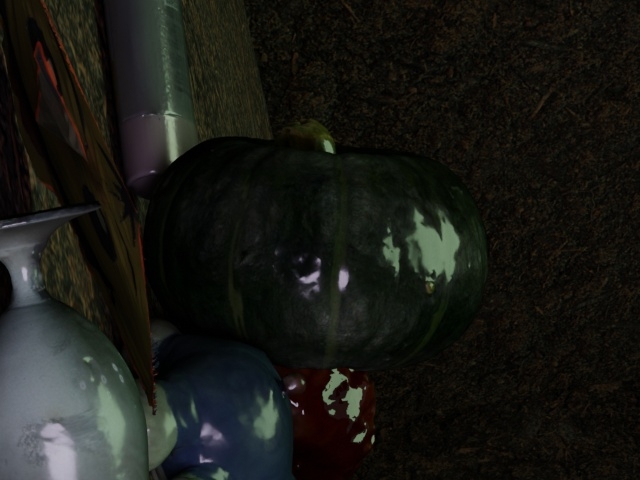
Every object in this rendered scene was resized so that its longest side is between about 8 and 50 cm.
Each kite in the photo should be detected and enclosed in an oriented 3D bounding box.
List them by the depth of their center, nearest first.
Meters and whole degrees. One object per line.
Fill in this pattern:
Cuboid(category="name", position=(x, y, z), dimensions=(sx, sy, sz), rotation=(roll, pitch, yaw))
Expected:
Cuboid(category="kite", position=(-0.141, -0.052, 0.858), dimensions=(0.327, 0.013, 0.378), rotation=(-147, -141, -65))

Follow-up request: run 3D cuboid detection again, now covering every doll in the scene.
Cuboid(category="doll", position=(-0.080, 0.202, 1.186), dimensions=(0.228, 0.154, 0.258), rotation=(-104, -170, -74))

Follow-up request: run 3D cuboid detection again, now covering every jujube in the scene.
Cuboid(category="jujube", position=(-0.046, 0.137, 1.494), dimensions=(0.232, 0.213, 0.213), rotation=(-104, -179, -48))

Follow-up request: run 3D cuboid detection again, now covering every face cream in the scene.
Cuboid(category="face cream", position=(-0.159, -0.173, 1.413), dimensions=(0.107, 0.073, 0.269), rotation=(37, 43, -72))

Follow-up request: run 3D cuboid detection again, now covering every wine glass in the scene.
Cuboid(category="wine glass", position=(-0.137, 0.086, 0.773), dimensions=(0.093, 0.093, 0.202), rotation=(-58, 138, -86))

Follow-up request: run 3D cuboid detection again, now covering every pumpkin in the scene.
Cuboid(category="pumpkin", position=(0.000, 0.000, 1.308), dimensions=(0.300, 0.300, 0.207), rotation=(-50, 146, -87))
